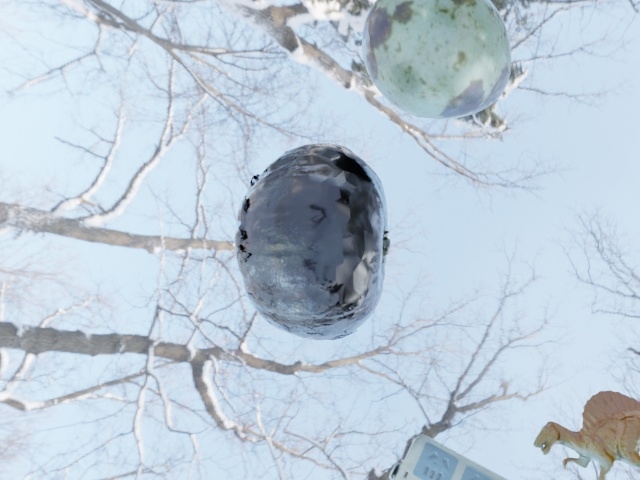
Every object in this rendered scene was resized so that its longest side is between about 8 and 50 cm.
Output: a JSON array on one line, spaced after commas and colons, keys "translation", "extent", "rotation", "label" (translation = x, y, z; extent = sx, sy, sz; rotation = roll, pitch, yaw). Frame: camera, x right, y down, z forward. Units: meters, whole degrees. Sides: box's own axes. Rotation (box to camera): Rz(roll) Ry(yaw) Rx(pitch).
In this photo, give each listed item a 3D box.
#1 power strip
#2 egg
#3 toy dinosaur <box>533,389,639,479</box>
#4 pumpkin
[{"translation": [0.146, 0.244, 0.486], "extent": [0.192, 0.035, 0.081], "rotation": [23, -110, 22], "label": "power strip"}, {"translation": [0.155, -0.239, 0.733], "extent": [0.169, 0.231, 0.168], "rotation": [-15, -111, 45], "label": "egg"}, {"translation": [0.414, 0.255, 0.777], "extent": [0.212, 0.057, 0.142], "rotation": [-43, -115, -4], "label": "toy dinosaur"}, {"translation": [0.000, 0.000, 0.667], "extent": [0.163, 0.233, 0.232], "rotation": [2, -98, 15], "label": "pumpkin"}]
